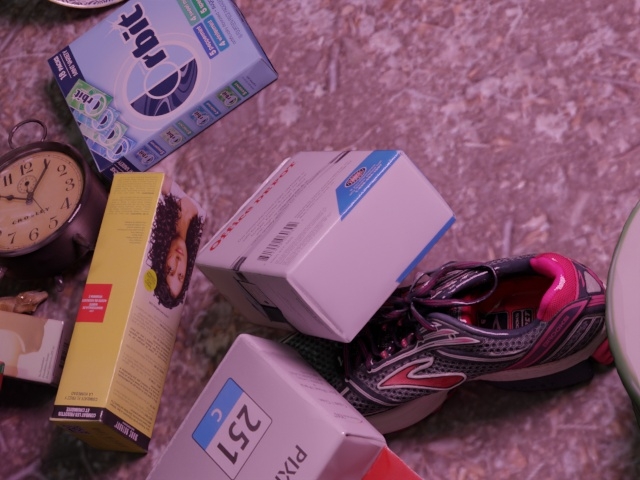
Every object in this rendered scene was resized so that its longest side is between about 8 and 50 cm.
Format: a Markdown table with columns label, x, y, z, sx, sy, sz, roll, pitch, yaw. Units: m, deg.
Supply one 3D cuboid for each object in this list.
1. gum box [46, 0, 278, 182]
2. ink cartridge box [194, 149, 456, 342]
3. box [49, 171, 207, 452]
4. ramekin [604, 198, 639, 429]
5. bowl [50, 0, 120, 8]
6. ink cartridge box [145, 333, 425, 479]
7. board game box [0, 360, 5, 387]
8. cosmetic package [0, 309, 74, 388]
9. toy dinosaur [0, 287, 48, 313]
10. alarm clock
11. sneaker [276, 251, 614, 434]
| label | x | y | z | sx | sy | sz | roll | pitch | yaw |
| --- | --- | --- | --- | --- | --- | --- | --- | --- | --- |
| gum box | -0.151 | -0.162 | 1.743 | 0.184 | 0.041 | 0.157 | -35 | 56 | 8 |
| ink cartridge box | 0.000 | 0.000 | 1.495 | 0.139 | 0.082 | 0.190 | -48 | 19 | -16 |
| box | -0.165 | 0.061 | 1.612 | 0.058 | 0.087 | 0.232 | 2 | 68 | 28 |
| ramekin | 0.349 | 0.056 | 1.316 | 0.303 | 0.148 | 0.303 | -11 | 61 | 22 |
| bowl | -0.231 | -0.319 | 1.814 | 0.170 | 0.170 | 0.080 | -35 | 24 | 7 |
| ink cartridge box | -0.045 | 0.264 | 1.415 | 0.261 | 0.066 | 0.296 | 41 | 104 | 36 |
| board game box | -0.361 | 0.234 | 1.614 | 0.145 | 0.027 | 0.281 | 7 | 85 | 31 |
| cosmetic package | -0.283 | 0.093 | 1.657 | 0.115 | 0.041 | 0.060 | 8 | 79 | 9 |
| toy dinosaur | -0.340 | 0.086 | 1.707 | 0.183 | 0.053 | 0.092 | -42 | 56 | 2 |
| alarm clock | -0.263 | -0.040 | 1.723 | 0.129 | 0.064 | 0.192 | -21 | 53 | 9 |
| sneaker | 0.083 | 0.069 | 1.467 | 0.299 | 0.112 | 0.121 | -17 | 60 | 19 |
